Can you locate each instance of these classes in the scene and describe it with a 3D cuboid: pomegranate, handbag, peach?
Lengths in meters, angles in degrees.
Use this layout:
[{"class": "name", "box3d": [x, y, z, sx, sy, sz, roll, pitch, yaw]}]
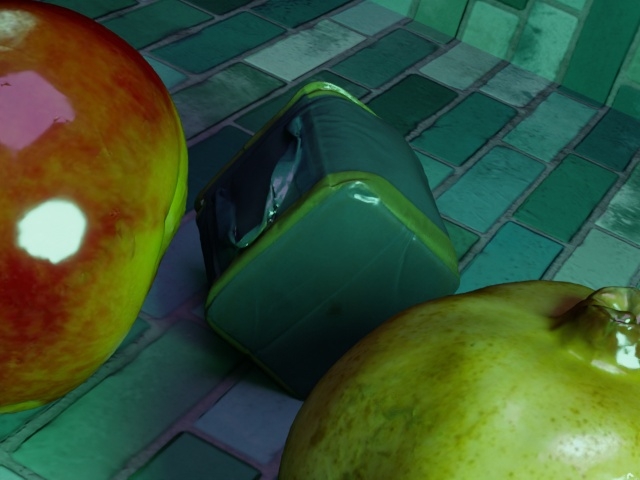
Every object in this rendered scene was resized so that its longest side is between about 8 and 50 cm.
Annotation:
[{"class": "pomegranate", "box3d": [0.167, 0.207, 1.059, 0.417, 0.416, 0.416, 14, 28, -8]}, {"class": "handbag", "box3d": [0.000, 0.000, 1.460, 0.222, 0.263, 0.241, 37, 21, -23]}, {"class": "peach", "box3d": [-0.314, -0.036, 1.233, 0.388, 0.388, 0.388, 14, 28, -8]}]
